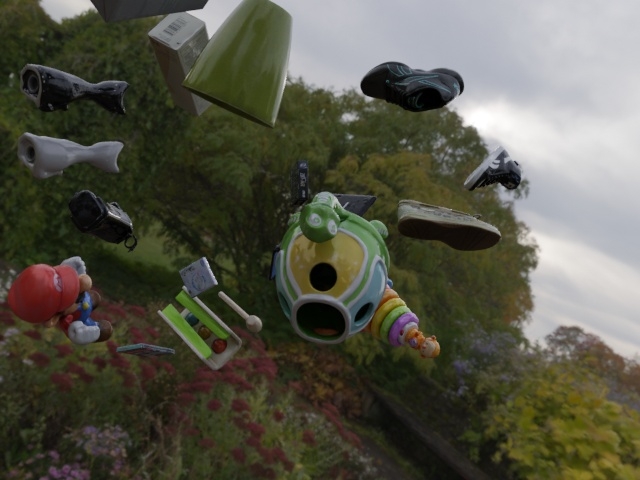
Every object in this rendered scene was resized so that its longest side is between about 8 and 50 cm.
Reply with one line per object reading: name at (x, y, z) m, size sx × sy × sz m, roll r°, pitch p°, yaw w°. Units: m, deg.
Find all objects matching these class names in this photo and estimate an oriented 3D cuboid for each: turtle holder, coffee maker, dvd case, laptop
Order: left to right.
coffee maker at (-0.643, -0.059, 1.633) m, size 0.171 × 0.120 × 0.178 m, roll 28°, pitch -6°, yaw 8°
dvd case at (-0.453, 0.286, 1.414) m, size 0.087 × 0.013 × 0.119 m, roll -14°, pitch -25°, yaw 26°
laptop at (0.000, 0.000, 1.389) m, size 0.264 × 0.234 × 0.137 m, roll 7°, pitch -45°, yaw 41°
turtle holder at (0.030, 0.060, 1.099) m, size 0.243 × 0.320 × 0.228 m, roll 24°, pitch 43°, yaw -8°

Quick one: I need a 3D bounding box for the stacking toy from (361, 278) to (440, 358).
stacking toy at (0.207, 0.232, 1.506) m, size 0.165 × 0.175 × 0.301 m, roll 19°, pitch 12°, yaw -47°

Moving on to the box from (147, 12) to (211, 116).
box at (-0.430, -0.569, 1.775) m, size 0.121 × 0.148 × 0.311 m, roll 31°, pitch -23°, yaw 15°

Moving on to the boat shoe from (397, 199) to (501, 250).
boat shoe at (0.337, -0.046, 1.423) m, size 0.285 × 0.089 × 0.105 m, roll 13°, pitch -40°, yaw -14°

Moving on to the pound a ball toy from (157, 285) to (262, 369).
pound a ball toy at (-0.344, 0.269, 1.761) m, size 0.319 × 0.208 × 0.136 m, roll 34°, pitch -18°, yaw 34°

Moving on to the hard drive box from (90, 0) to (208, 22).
hard drive box at (-0.324, -0.503, 0.974) m, size 0.089 × 0.232 × 0.181 m, roll -33°, pitch -87°, yaw 44°

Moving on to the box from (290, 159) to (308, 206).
box at (-0.038, -0.098, 0.958) m, size 0.018 × 0.067 × 0.083 m, roll 0°, pitch -7°, yaw -12°

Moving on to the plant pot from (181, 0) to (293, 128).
plant pot at (-0.196, -0.499, 1.491) m, size 0.274 × 0.294 × 0.275 m, roll 24°, pitch 5°, yaw -2°

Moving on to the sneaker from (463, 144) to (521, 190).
sneaker at (0.503, -0.179, 1.546) m, size 0.121 × 0.217 × 0.079 m, roll 45°, pitch -34°, yaw 4°

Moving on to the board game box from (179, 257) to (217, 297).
board game box at (-0.361, 0.110, 1.610) m, size 0.090 × 0.090 × 0.020 m, roll 63°, pitch 14°, yaw 9°

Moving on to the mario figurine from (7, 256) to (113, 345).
mario figurine at (-0.515, 0.127, 1.165) m, size 0.198 × 0.170 × 0.320 m, roll 26°, pitch -19°, yaw 5°

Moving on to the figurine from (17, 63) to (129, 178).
figurine at (-0.496, -0.237, 1.125) m, size 0.092 × 0.215 × 0.209 m, roll 21°, pitch 18°, yaw 33°

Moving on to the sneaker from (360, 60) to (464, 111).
sneaker at (0.211, -0.375, 1.342) m, size 0.267 × 0.106 × 0.101 m, roll 9°, pitch -41°, yaw 30°
